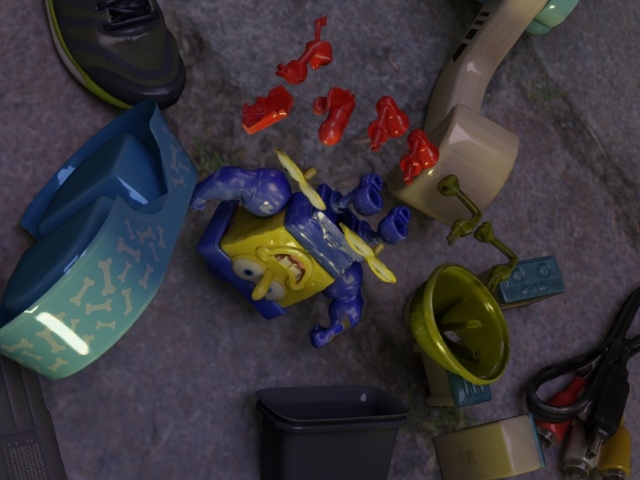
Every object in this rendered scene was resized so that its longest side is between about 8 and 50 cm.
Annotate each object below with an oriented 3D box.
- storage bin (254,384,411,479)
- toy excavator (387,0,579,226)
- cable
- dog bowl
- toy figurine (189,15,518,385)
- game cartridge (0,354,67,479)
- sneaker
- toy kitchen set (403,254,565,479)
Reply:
[{"bbox_3d":[0.003,0.189,1.088,0.135,0.098,0.091,2,102,-26],"label":"storage bin"},{"bbox_3d":[0.215,-0.275,1.268,0.222,0.445,0.433,26,24,-17],"label":"toy excavator"},{"bbox_3d":[0.305,0.144,1.281,0.139,0.072,0.287,30,50,3],"label":"cable"},{"bbox_3d":[-0.186,-0.002,0.969,0.074,0.166,0.297,47,26,-22],"label":"dog bowl"},{"bbox_3d":[0.000,0.000,1.091,0.362,0.217,0.191,46,39,-31],"label":"toy figurine"},{"bbox_3d":[-0.237,0.253,0.874,0.068,0.230,0.355,-17,81,2],"label":"game cartridge"},{"bbox_3d":[-0.207,-0.261,1.092,0.111,0.121,0.300,-25,87,-30],"label":"sneaker"},{"bbox_3d":[0.198,0.124,1.178,0.166,0.122,0.207,-8,79,-28],"label":"toy kitchen set"}]
